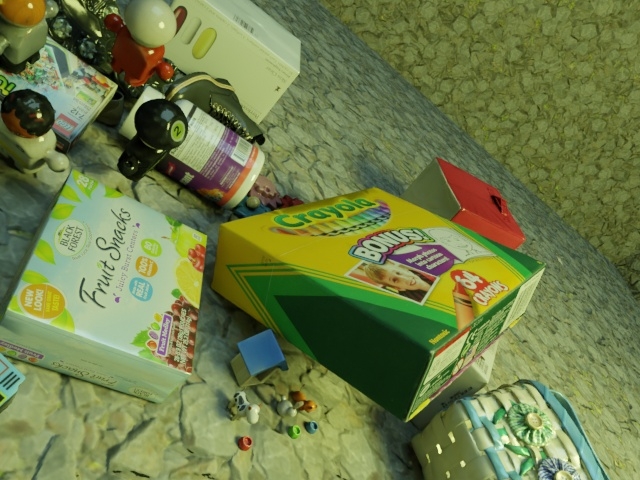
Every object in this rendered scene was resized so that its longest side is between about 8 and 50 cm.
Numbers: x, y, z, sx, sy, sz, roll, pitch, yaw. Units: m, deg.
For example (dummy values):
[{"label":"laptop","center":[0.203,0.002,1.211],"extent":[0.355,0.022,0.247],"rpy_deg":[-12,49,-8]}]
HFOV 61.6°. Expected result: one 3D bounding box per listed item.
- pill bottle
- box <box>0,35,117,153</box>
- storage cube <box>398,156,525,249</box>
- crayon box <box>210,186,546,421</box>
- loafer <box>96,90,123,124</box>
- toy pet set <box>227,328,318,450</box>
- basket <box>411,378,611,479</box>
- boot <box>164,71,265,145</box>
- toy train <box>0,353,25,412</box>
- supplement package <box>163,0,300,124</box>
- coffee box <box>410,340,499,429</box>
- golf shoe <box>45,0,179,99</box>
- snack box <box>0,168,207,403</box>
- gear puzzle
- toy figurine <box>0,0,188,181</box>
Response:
[{"label":"pill bottle","center":[-0.189,-0.138,0.794],"extent":[0.193,0.108,0.108],"rpy_deg":[33,31,-21]},{"label":"box","center":[-0.379,-0.214,0.672],"extent":[0.207,0.036,0.114],"rpy_deg":[34,58,-20]},{"label":"storage cube","center":[0.291,-0.036,1.188],"extent":[0.193,0.215,0.183],"rpy_deg":[20,37,-28]},{"label":"crayon box","center":[0.092,0.047,0.744],"extent":[0.313,0.106,0.363],"rpy_deg":[30,29,30]},{"label":"loafer","center":[-0.344,-0.218,0.755],"extent":[0.148,0.050,0.056],"rpy_deg":[23,35,-36]},{"label":"toy pet set","center":[-0.048,0.168,0.626],"extent":[0.122,0.065,0.114],"rpy_deg":[7,46,-49]},{"label":"basket","center":[0.292,0.325,0.724],"extent":[0.289,0.201,0.255],"rpy_deg":[11,42,-32]},{"label":"boot","center":[-0.180,-0.224,0.961],"extent":[0.137,0.077,0.198],"rpy_deg":[52,30,2]},{"label":"toy train","center":[-0.296,0.123,0.351],"extent":[0.105,0.080,0.184],"rpy_deg":[47,28,-9]},{"label":"supplement package","center":[-0.186,-0.404,1.103],"extent":[0.262,0.145,0.204],"rpy_deg":[32,31,-22]},{"label":"coffee box","center":[0.207,0.174,0.877],"extent":[0.098,0.141,0.246],"rpy_deg":[47,27,5]},{"label":"golf shoe","center":[-0.330,-0.297,0.773],"extent":[0.120,0.105,0.273],"rpy_deg":[29,-11,30]},{"label":"snack box","center":[-0.216,0.044,0.563],"extent":[0.174,0.070,0.207],"rpy_deg":[30,31,-27]},{"label":"gear puzzle","center":[0.000,0.000,0.928],"extent":[0.339,0.044,0.175],"rpy_deg":[32,31,-23]},{"label":"toy figurine","center":[-0.266,-0.180,0.615],"extent":[0.209,0.148,0.213],"rpy_deg":[1,76,-32]}]
